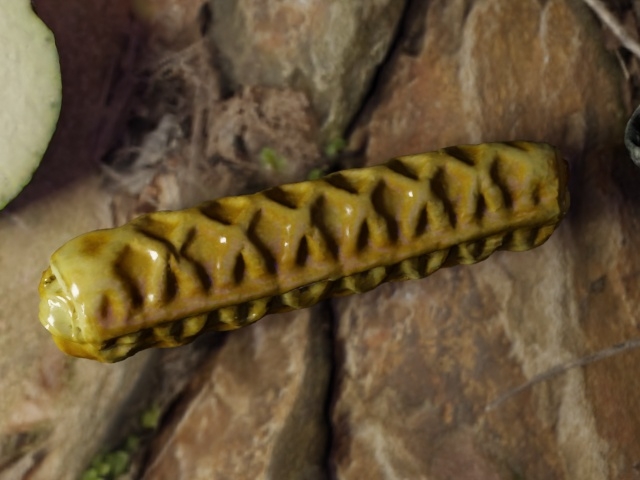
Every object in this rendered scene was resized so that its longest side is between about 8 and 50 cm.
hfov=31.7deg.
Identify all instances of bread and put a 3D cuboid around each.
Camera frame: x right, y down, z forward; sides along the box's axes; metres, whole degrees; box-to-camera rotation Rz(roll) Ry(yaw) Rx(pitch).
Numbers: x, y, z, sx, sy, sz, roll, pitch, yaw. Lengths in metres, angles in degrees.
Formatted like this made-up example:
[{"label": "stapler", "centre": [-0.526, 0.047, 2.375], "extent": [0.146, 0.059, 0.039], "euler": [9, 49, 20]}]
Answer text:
[{"label": "bread", "centre": [0.000, 0.001, 0.731], "extent": [0.368, 0.084, 0.077], "euler": [-14, 61, -17]}]

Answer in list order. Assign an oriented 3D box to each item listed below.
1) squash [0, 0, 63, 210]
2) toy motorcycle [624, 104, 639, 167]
[{"label": "squash", "centre": [-0.262, -0.096, 0.644], "extent": [0.219, 0.041, 0.219], "euler": [-2, 97, -16]}, {"label": "toy motorcycle", "centre": [0.365, -0.161, 0.776], "extent": [0.340, 0.223, 0.108], "euler": [-46, 114, -8]}]
